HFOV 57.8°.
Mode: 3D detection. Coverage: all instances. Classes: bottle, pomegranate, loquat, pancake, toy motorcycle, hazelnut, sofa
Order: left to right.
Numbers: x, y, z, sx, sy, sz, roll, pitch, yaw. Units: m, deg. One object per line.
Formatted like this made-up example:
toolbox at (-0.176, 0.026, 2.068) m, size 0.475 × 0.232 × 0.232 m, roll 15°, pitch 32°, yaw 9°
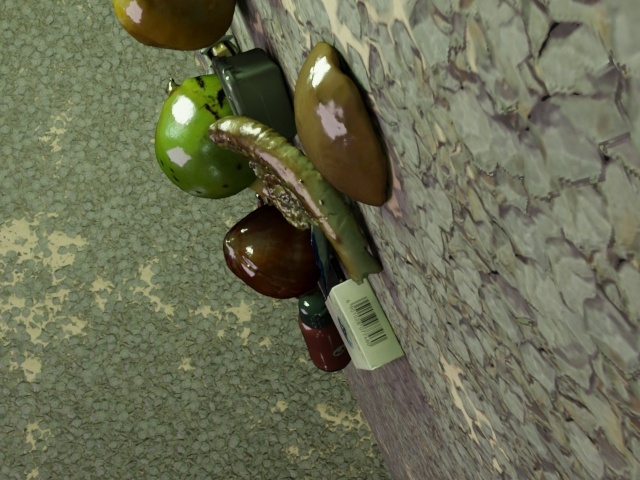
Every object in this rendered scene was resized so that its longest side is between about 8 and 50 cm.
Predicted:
loquat at (-0.245, -0.423, 0.981) m, size 0.213 × 0.213 × 0.213 m, roll 155°, pitch 90°, yaw -84°
toy motorcycle at (-0.212, -0.393, 1.301) m, size 0.229 × 0.094 × 0.130 m, roll 52°, pitch 164°, yaw 22°
pomegranate at (-0.181, -0.193, 1.188) m, size 0.340 × 0.261 × 0.260 m, roll 34°, pitch 177°, yaw -7°
hazelnut at (-0.108, 0.022, 1.254) m, size 0.229 × 0.229 × 0.230 m, roll 155°, pitch 90°, yaw -84°
pancake at (-0.049, -0.071, 0.913) m, size 0.376 × 0.054 × 0.197 m, roll 44°, pitch 159°, yaw 21°
bottle at (0.013, 0.262, 1.748) m, size 0.336 × 0.143 × 0.144 m, roll 77°, pitch 167°, yaw -50°
sofa at (0.035, 0.098, 1.349) m, size 0.147 × 0.060 × 0.085 m, roll 65°, pitch -170°, yaw 2°

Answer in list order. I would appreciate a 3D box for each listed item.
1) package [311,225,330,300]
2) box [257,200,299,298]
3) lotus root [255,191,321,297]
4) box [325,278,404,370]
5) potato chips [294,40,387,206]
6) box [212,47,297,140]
package at (0.000, 0.000, 1.122) m, size 0.171 × 0.027 × 0.173 m, roll 79°, pitch -170°, yaw -45°
box at (-0.088, 0.019, 1.711) m, size 0.404 × 0.108 × 0.263 m, roll 77°, pitch 171°, yaw -64°
lotus root at (-0.057, -0.025, 1.433) m, size 0.167 × 0.078 × 0.330 m, roll -19°, pitch -94°, yaw -63°
box at (0.079, 0.166, 1.137) m, size 0.256 × 0.069 × 0.164 m, roll 102°, pitch 143°, yaw -78°
potato chips at (0.011, -0.118, 0.660) m, size 0.196 × 0.061 × 0.208 m, roll 65°, pitch 172°, yaw -15°
box at (-0.105, -0.240, 0.991) m, size 0.124 × 0.092 × 0.172 m, roll 57°, pitch 170°, yaw 46°
